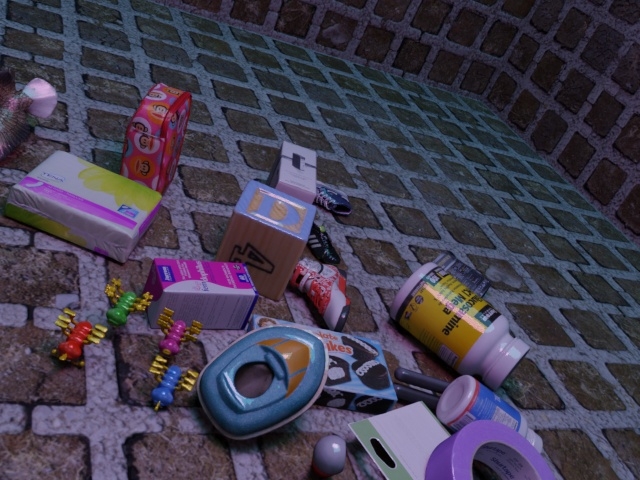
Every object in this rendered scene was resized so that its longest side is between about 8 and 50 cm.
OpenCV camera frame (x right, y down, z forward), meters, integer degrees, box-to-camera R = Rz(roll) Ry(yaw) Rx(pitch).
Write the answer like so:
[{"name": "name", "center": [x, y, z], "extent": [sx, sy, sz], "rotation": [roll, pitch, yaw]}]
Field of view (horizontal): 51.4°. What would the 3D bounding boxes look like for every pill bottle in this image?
[{"name": "pill bottle", "center": [0.377, 0.409, 1.473], "extent": [0.221, 0.124, 0.124], "rotation": [38, 28, -8]}, {"name": "pill bottle", "center": [0.358, 0.222, 1.706], "extent": [0.334, 0.188, 0.187], "rotation": [39, 32, 21]}]

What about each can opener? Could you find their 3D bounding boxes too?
[{"name": "can opener", "center": [0.292, 0.366, 1.571], "extent": [0.283, 0.076, 0.095], "rotation": [19, -2, -11]}]

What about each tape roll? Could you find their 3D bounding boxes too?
[{"name": "tape roll", "center": [0.340, 0.495, 1.290], "extent": [0.274, 0.090, 0.275], "rotation": [21, 42, -20]}]

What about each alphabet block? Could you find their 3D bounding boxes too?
[{"name": "alphabet block", "center": [-0.141, -0.002, 1.669], "extent": [0.193, 0.197, 0.192], "rotation": [24, 30, -4]}]

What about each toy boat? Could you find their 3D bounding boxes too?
[{"name": "toy boat", "center": [-0.060, 0.301, 1.240], "extent": [0.267, 0.148, 0.318], "rotation": [-33, 71, -22]}]

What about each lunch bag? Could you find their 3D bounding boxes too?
[{"name": "lunch bag", "center": [-0.431, -0.259, 1.759], "extent": [0.120, 0.293, 0.258], "rotation": [18, 30, -5]}]

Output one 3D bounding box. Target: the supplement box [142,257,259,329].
[{"name": "supplement box", "center": [-0.265, 0.120, 1.463], "extent": [0.219, 0.114, 0.111], "rotation": [4, 37, -31]}]

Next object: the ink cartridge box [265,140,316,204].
[{"name": "ink cartridge box", "center": [-0.096, -0.136, 1.917], "extent": [0.114, 0.197, 0.273], "rotation": [20, 30, -11]}]

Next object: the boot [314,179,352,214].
[{"name": "boot", "center": [0.016, -0.137, 2.137], "extent": [0.189, 0.069, 0.086], "rotation": [12, 29, -26]}]

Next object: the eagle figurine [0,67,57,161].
[{"name": "eagle figurine", "center": [-0.835, -0.328, 1.670], "extent": [0.226, 0.225, 0.298], "rotation": [32, 17, -9]}]

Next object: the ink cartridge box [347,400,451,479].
[{"name": "ink cartridge box", "center": [0.176, 0.430, 1.367], "extent": [0.235, 0.056, 0.171], "rotation": [-5, 41, -40]}]

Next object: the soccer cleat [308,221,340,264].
[{"name": "soccer cleat", "center": [0.000, 0.000, 1.901], "extent": [0.060, 0.072, 0.179], "rotation": [-7, 43, -44]}]

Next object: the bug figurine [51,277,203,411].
[{"name": "bug figurine", "center": [-0.357, 0.198, 1.279], "extent": [0.278, 0.072, 0.216], "rotation": [28, 41, -2]}]

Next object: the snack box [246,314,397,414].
[{"name": "snack box", "center": [-0.001, 0.275, 1.472], "extent": [0.321, 0.060, 0.187], "rotation": [14, 31, -20]}]

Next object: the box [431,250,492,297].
[{"name": "box", "center": [0.404, 0.133, 2.022], "extent": [0.183, 0.056, 0.231], "rotation": [34, 30, 16]}]

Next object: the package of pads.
[{"name": "package of pads", "center": [-0.550, -0.089, 1.583], "extent": [0.296, 0.101, 0.229], "rotation": [23, 30, -6]}]

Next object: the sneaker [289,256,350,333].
[{"name": "sneaker", "center": [-0.009, 0.133, 1.661], "extent": [0.144, 0.090, 0.270], "rotation": [20, 24, -9]}]
